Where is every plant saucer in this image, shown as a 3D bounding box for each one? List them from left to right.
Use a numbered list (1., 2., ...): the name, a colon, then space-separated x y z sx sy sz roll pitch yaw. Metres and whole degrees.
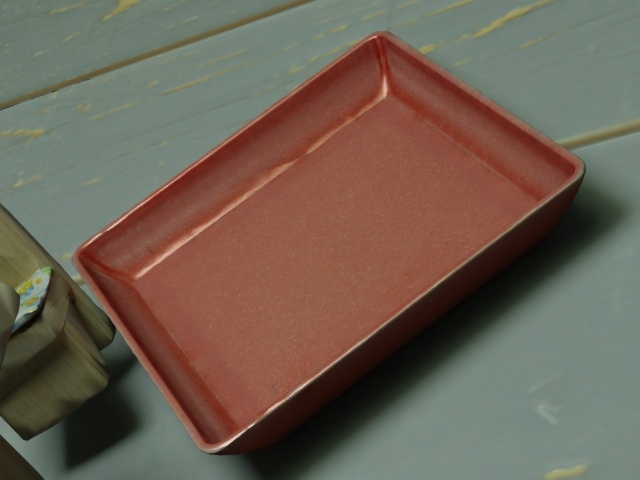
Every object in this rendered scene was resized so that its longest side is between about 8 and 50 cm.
1. plant saucer: 0.000 0.000 0.958 0.258 0.047 0.259 -37 35 -6

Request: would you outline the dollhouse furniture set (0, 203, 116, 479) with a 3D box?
1. dollhouse furniture set: -0.337 0.137 0.826 0.394 0.256 0.362 -36 20 12
